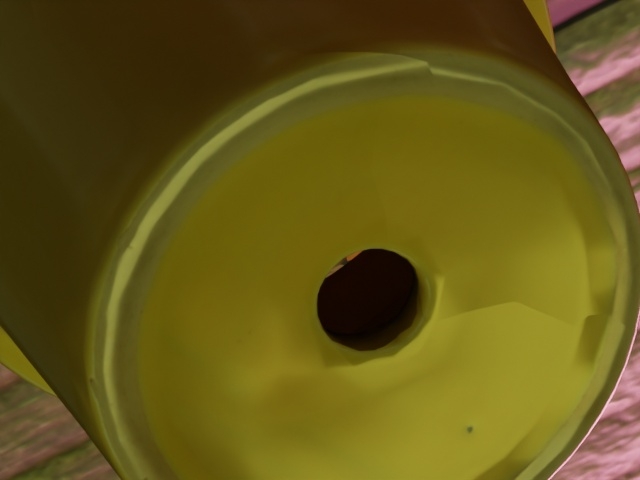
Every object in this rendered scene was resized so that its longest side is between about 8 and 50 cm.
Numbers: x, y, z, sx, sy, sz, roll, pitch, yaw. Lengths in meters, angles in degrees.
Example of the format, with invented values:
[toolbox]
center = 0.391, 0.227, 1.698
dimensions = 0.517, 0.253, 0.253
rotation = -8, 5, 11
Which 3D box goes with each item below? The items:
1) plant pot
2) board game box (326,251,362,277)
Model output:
[plant pot]
center = -0.016, -0.023, 0.513
dimensions = 0.254, 0.239, 0.254
rotation = -7, 115, -16
[board game box]
center = 0.000, 0.000, 0.715
dimensions = 0.210, 0.047, 0.160
rotation = -12, 133, -14
